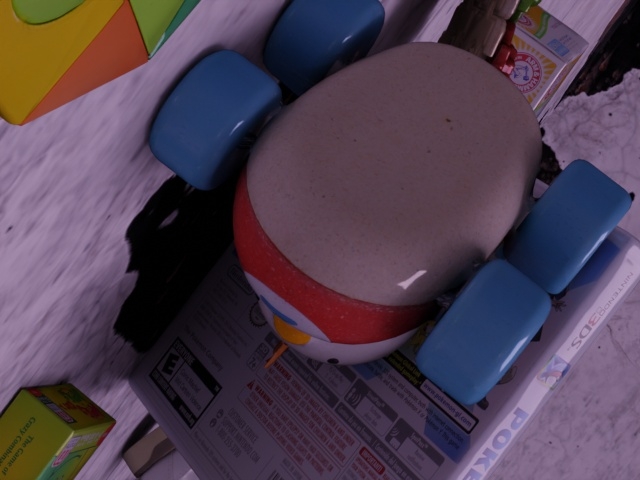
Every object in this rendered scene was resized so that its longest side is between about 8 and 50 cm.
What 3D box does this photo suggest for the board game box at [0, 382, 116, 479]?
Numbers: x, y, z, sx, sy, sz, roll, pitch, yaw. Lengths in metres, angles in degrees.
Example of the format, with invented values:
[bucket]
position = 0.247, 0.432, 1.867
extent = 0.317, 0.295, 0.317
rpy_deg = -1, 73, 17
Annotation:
[board game box]
position = -0.210, 0.175, 0.860
extent = 0.181, 0.043, 0.092
rpy_deg = -53, 172, 2

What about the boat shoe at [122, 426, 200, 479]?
[boat shoe]
position = -0.030, 0.162, 1.282
extent = 0.302, 0.103, 0.113
rpy_deg = -32, 172, -12

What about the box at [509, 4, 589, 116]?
[box]
position = 0.159, -0.136, 1.358
extent = 0.203, 0.103, 0.114
rpy_deg = -57, 171, 26

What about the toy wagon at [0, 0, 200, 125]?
[toy wagon]
position = -0.011, -0.186, 0.359
extent = 0.344, 0.068, 0.267
rpy_deg = -51, 172, -10

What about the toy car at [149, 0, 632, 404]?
[toy car]
position = 0.014, 0.014, 0.802
extent = 0.210, 0.219, 0.238
rpy_deg = -44, 169, -43

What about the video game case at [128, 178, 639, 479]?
[video game case]
position = 0.024, 0.060, 0.929
extent = 0.036, 0.329, 0.300
rpy_deg = 36, 92, -37

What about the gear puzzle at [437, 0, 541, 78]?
[gear puzzle]
position = 0.142, -0.179, 1.054
extent = 0.175, 0.044, 0.339
rpy_deg = -108, -139, -75
